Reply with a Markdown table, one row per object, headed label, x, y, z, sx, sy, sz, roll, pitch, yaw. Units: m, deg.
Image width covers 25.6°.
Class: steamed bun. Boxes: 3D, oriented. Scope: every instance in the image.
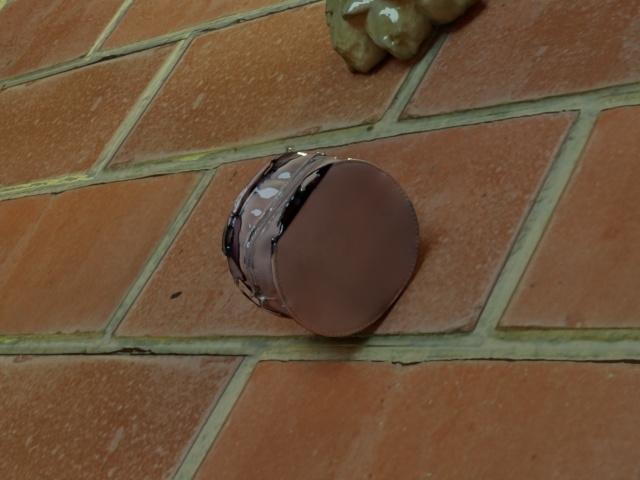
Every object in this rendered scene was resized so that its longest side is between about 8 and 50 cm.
| label | x | y | z | sx | sy | sz | roll | pitch | yaw |
| --- | --- | --- | --- | --- | --- | --- | --- | --- | --- |
| steamed bun | 0.108 | -0.376 | 1.913 | 0.295 | 0.137 | 0.292 | -42 | 26 | 7 |

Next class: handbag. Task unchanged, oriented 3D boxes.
| label | x | y | z | sx | sy | sz | roll | pitch | yaw |
| --- | --- | --- | --- | --- | --- | --- | --- | --- | --- |
| handbag | -0.001 | 0.000 | 1.523 | 0.205 | 0.179 | 0.116 | -55 | 25 | -21 |
